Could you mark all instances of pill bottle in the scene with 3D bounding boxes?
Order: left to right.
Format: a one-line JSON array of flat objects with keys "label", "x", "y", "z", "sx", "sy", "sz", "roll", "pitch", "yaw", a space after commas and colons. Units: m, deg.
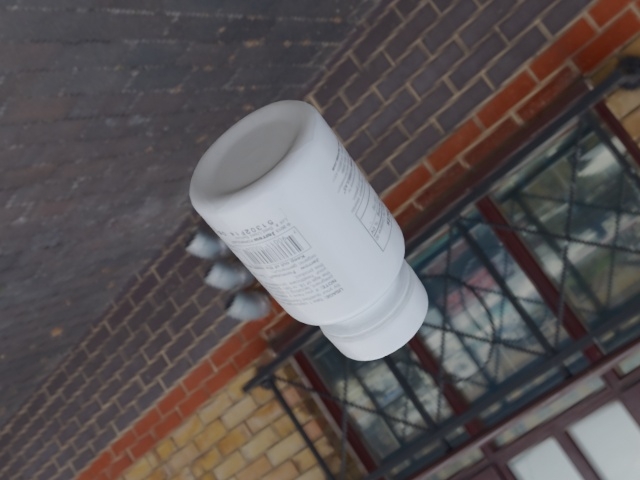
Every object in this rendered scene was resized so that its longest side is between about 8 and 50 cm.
[{"label": "pill bottle", "x": 0.000, "y": 0.000, "z": 0.782, "sx": 0.131, "sy": 0.229, "sz": 0.131, "roll": -25, "pitch": -144, "yaw": 20}]
